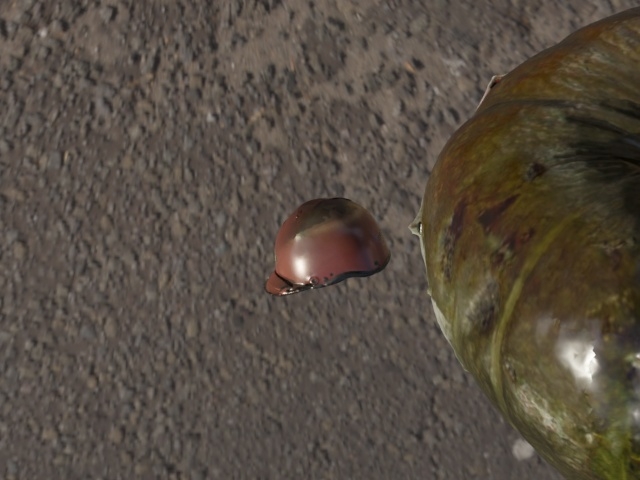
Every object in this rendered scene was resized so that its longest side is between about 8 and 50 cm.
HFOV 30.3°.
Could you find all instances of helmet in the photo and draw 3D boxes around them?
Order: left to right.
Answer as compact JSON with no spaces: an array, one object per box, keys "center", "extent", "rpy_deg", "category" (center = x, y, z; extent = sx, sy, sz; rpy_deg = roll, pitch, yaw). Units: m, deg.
[{"center":[-0.002,-0.001,0.737],"extent":[0.084,0.065,0.049],"rpy_deg":[-16,111,1],"category":"helmet"}]

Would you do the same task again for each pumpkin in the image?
[{"center":[0.173,-0.005,0.508],"extent":[0.260,0.260,0.189],"rpy_deg":[-21,140,3],"category":"pumpkin"}]
